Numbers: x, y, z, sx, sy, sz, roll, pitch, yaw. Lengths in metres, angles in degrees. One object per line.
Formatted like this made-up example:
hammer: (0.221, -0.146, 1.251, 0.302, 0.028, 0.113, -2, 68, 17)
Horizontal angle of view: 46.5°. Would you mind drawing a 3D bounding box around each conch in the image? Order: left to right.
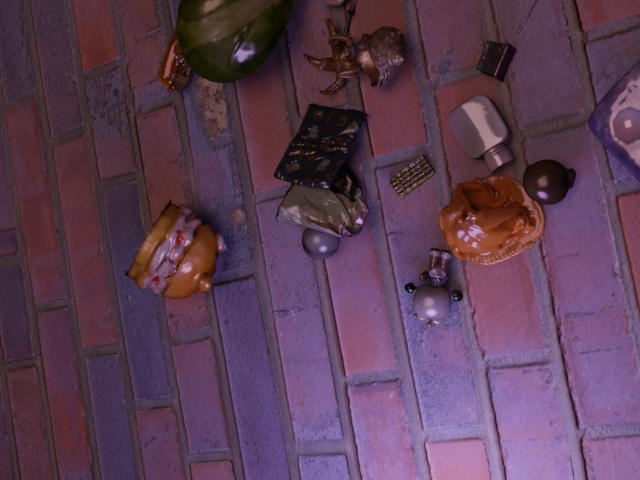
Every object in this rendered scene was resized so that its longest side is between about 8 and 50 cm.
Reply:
conch: (0.146, -0.470, 1.899, 0.207, 0.130, 0.155, 32, 102, 48)

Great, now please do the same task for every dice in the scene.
dice: (0.734, -0.236, 1.515, 0.270, 0.271, 0.270, -45, 71, 20)

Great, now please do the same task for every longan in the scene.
longan: (0.531, -0.136, 1.723, 0.119, 0.106, 0.106, -11, 86, 12)

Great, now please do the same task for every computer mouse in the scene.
computer mouse: (0.041, -0.161, 1.996, 0.106, 0.062, 0.192, -43, 78, 20)

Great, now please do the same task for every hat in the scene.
hat: (0.369, -0.044, 1.730, 0.244, 0.233, 0.233, 28, 104, 26)

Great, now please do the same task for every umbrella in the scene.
umbrella: (0.075, -0.585, 1.995, 0.022, 0.022, 0.148, -148, 70, -67)

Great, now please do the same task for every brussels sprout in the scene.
brussels sprout: (-0.227, -0.601, 2.013, 0.276, 0.315, 0.371, 44, 105, -5)

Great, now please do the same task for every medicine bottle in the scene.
medicine bottle: (0.397, -0.255, 1.804, 0.119, 0.069, 0.183, -34, 75, 23)

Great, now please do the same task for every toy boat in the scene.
toy boat: (0.236, -0.165, 1.919, 0.115, 0.016, 0.063, -38, 75, 22)

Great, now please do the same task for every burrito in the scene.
burrito: (0.010, -0.075, 1.932, 0.229, 0.089, 0.143, 22, 71, 24)

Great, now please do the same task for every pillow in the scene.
pillow: (-0.002, -0.251, 1.972, 0.189, 0.034, 0.255, 16, 68, 31)

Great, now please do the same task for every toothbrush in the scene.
toothbrush: (0.498, -0.542, 1.782, 0.008, 0.006, 0.097, 36, 106, 26)

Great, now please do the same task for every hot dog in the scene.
hot dog: (-0.403, -0.561, 2.193, 0.072, 0.109, 0.269, 27, 100, 22)

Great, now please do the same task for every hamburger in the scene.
hamburger: (-0.399, 0.046, 2.124, 0.237, 0.276, 0.276, 32, 107, -7)

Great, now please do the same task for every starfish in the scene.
starfish: (0.029, -0.491, 1.986, 0.146, 0.074, 0.189, -17, 82, 39)

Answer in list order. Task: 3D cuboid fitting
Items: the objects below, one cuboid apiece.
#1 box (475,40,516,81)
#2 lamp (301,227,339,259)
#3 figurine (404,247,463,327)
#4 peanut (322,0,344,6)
box: (0.423, -0.436, 1.796, 0.063, 0.060, 0.084, 29, 104, 32)
lamp: (0.000, 0.000, 1.994, 0.105, 0.105, 0.105, 0, 91, 28)
figurine: (0.285, 0.119, 1.860, 0.147, 0.093, 0.197, 10, 87, 5)
peanut: (-0.007, -0.726, 1.990, 0.120, 0.110, 0.236, -33, 83, 2)
